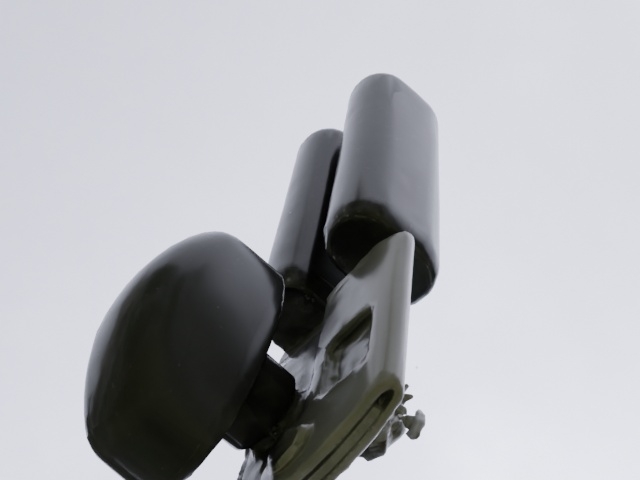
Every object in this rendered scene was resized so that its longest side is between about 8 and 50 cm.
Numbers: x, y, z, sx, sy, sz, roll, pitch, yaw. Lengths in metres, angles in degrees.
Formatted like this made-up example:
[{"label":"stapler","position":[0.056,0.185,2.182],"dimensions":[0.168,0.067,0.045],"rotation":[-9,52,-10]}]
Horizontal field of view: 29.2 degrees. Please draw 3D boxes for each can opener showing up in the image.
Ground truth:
[{"label":"can opener","position":[0.000,0.000,0.444],"dimensions":[0.093,0.280,0.074],"rotation":[43,-67,-10]}]
